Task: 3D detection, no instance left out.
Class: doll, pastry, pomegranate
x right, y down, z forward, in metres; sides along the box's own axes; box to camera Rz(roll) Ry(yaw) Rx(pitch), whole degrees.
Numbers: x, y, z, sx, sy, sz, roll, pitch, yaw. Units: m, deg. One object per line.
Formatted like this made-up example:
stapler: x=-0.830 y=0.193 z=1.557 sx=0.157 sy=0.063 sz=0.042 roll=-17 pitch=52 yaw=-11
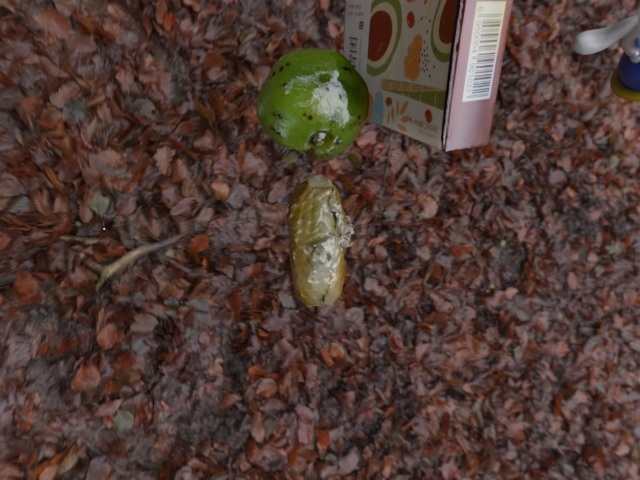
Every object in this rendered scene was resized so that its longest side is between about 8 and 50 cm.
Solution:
doll: x=0.728 y=-0.411 z=0.940 sx=0.242 sy=0.310 sz=0.160 roll=43 pitch=62 yaw=-26
pastry: x=0.000 y=0.006 z=0.901 sx=0.120 sy=0.236 sz=0.257 roll=-3 pitch=58 yaw=0
pomegranate: x=-0.021 y=-0.309 z=0.994 sx=0.235 sy=0.302 sz=0.236 roll=-7 pitch=133 yaw=-7

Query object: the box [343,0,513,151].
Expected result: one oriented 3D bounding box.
box: x=0.192 y=-0.404 z=0.947 sx=0.122 sy=0.385 sz=0.345 roll=-13 pitch=121 yaw=-23
